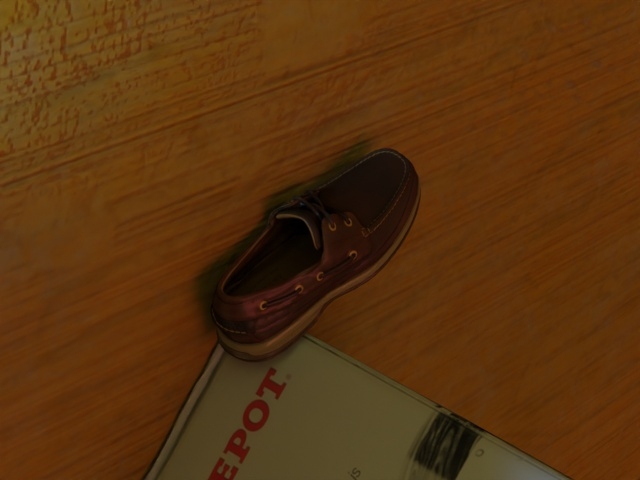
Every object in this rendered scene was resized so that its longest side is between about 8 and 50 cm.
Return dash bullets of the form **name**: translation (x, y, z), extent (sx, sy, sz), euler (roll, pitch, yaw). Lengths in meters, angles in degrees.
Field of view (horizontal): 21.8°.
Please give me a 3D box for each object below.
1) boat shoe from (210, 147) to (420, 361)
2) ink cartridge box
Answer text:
- **boat shoe**: translation (-0.001, 0.000, 1.055), extent (0.178, 0.064, 0.060), euler (-44, 146, -22)
- **ink cartridge box**: translation (0.066, 0.260, 1.038), extent (0.285, 0.395, 0.166), euler (-60, 151, -2)
